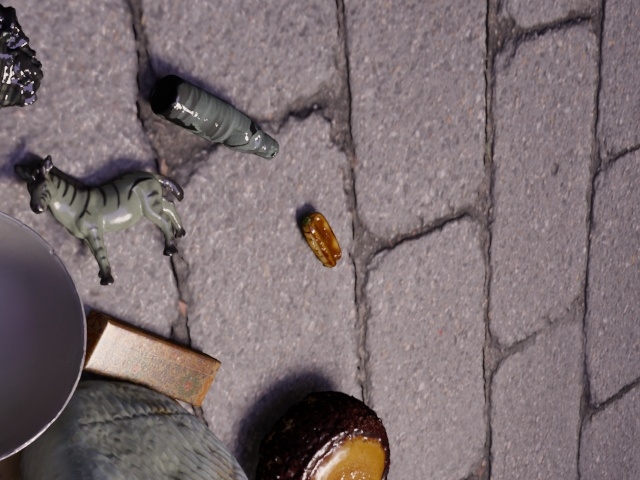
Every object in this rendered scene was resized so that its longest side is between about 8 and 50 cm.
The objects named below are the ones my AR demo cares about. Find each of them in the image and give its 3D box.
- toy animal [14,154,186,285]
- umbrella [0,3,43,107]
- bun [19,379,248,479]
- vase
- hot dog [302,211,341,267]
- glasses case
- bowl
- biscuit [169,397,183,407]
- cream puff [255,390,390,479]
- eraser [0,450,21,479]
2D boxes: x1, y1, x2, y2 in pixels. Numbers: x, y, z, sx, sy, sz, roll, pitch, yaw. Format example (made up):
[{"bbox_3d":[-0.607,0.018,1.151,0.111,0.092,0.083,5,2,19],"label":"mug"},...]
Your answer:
[{"bbox_3d":[-0.269,-0.043,1.165,0.217,0.073,0.176,-27,109,-37],"label":"toy animal"},{"bbox_3d":[-0.453,-0.138,0.931,0.336,0.128,0.154,-34,112,-20],"label":"umbrella"},{"bbox_3d":[-0.234,0.336,1.158,0.194,0.354,0.354,-48,136,12],"label":"bun"},{"bbox_3d":[-0.134,-0.158,1.246,0.211,0.060,0.060,24,90,-46],"label":"vase"},{"bbox_3d":[0.000,0.000,1.451,0.049,0.037,0.122,-54,140,-27],"label":"hot dog"},{"bbox_3d":[-0.242,0.168,1.288,0.218,0.049,0.075,30,85,-45],"label":"glasses case"},{"bbox_3d":[-0.416,0.109,1.000,0.287,0.144,0.287,8,74,-31],"label":"bowl"},{"bbox_3d":[-0.236,0.373,1.384,0.205,0.049,0.324,-20,118,-34],"label":"biscuit"},{"bbox_3d":[0.000,0.361,1.505,0.239,0.165,0.239,-17,118,-36],"label":"cream puff"},{"bbox_3d":[-0.487,0.296,1.034,0.343,0.078,0.144,-38,134,-46],"label":"eraser"}]
